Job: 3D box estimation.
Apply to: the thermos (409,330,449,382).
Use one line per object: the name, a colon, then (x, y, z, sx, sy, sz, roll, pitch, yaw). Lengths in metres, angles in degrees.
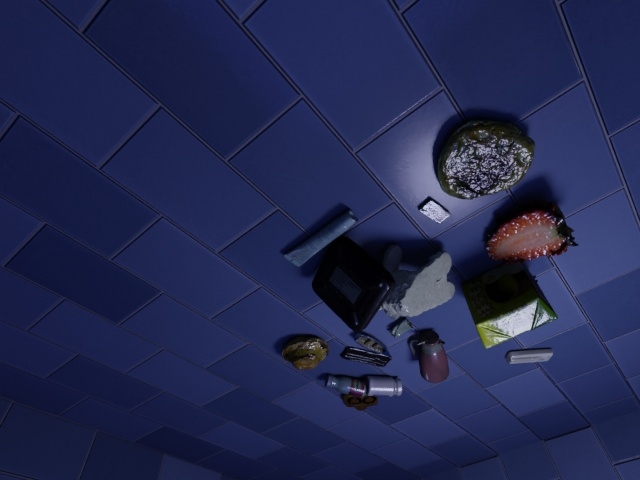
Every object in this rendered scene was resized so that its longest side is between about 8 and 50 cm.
thermos: (0.538, 0.562, 1.998, 0.177, 0.146, 0.265, 2, 127, 29)

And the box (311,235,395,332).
box: (0.110, 0.165, 1.532, 0.073, 0.290, 0.288, -14, 140, -49)

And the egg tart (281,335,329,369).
egg tart: (-0.071, 0.562, 1.976, 0.241, 0.105, 0.241, -4, 134, -4)

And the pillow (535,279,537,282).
pillow: (0.880, 0.221, 1.726, 0.055, 0.136, 0.091, 26, 127, 32)

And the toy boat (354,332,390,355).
toy boat: (0.260, 0.509, 1.984, 0.229, 0.045, 0.080, 31, 122, -27)

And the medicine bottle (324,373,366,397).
medicine bottle: (0.135, 0.783, 2.184, 0.217, 0.090, 0.090, 17, 128, -9)

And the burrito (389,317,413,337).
burrito: (0.376, 0.415, 1.911, 0.118, 0.044, 0.074, -37, 121, 23)

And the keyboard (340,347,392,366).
keyboard: (0.237, 0.602, 2.083, 0.262, 0.016, 0.106, 17, 128, -16)

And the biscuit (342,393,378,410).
biscuit: (0.232, 0.917, 2.341, 0.209, 0.041, 0.290, -5, 131, 2)

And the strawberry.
strawberry: (0.763, -0.039, 1.508, 0.306, 0.137, 0.233, -22, 113, 47)

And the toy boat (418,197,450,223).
toy boat: (0.418, -0.106, 1.480, 0.115, 0.016, 0.063, 30, 123, -26)

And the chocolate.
chocolate: (0.733, 0.241, 1.623, 0.289, 0.300, 0.137, -32, 112, 21)

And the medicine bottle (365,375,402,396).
medicine bottle: (0.342, 0.795, 2.199, 0.187, 0.102, 0.102, 5, 130, -8)

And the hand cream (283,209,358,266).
hand cream: (0.000, 0.000, 1.519, 0.331, 0.058, 0.085, -38, 124, 26)

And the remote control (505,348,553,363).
remote control: (1.099, 0.613, 2.121, 0.230, 0.049, 0.090, -4, 133, -2)

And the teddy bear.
teddy bear: (0.279, 0.166, 1.642, 0.375, 0.362, 0.327, -25, 113, -32)

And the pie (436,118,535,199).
pie: (0.531, -0.251, 1.328, 0.323, 0.070, 0.323, -1, 132, -1)
